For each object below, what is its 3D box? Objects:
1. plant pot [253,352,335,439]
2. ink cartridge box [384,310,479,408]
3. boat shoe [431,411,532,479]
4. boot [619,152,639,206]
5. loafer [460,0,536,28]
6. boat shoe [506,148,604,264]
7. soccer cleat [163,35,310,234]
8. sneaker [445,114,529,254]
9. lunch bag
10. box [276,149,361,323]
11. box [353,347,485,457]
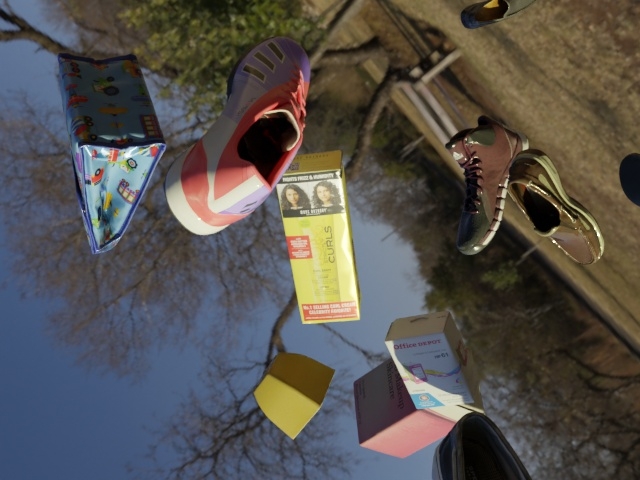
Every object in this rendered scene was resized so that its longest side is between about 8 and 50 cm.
[{"bbox_3d":[-0.042,0.203,0.993,0.083,0.081,0.081,33,-148,-3],"label":"plant pot"},{"bbox_3d":[0.153,0.164,0.986,0.122,0.088,0.052,64,-150,-19],"label":"ink cartridge box"},{"bbox_3d":[0.203,0.344,0.788,0.119,0.121,0.335,89,163,-45],"label":"boat shoe"},{"bbox_3d":[0.820,-0.155,1.697,0.263,0.229,0.091,49,149,-16],"label":"boot"},{"bbox_3d":[0.372,-0.473,1.464,0.062,0.170,0.061,64,-178,-19],"label":"loafer"},{"bbox_3d":[0.409,-0.037,1.286,0.257,0.095,0.095,47,-125,-17],"label":"boat shoe"},{"bbox_3d":[-0.055,-0.133,0.789,0.109,0.116,0.318,52,-140,-26],"label":"soccer cleat"},{"bbox_3d":[0.300,-0.124,1.463,0.162,0.281,0.106,27,170,-26],"label":"sneaker"},{"bbox_3d":[-0.376,-0.138,1.251,0.138,0.293,0.221,-6,-127,-27],"label":"lunch bag"},{"bbox_3d":[0.000,0.000,0.942,0.058,0.087,0.232,-84,-11,-56],"label":"box"},{"bbox_3d":[0.188,0.311,1.433,0.126,0.232,0.149,24,-138,-29],"label":"box"}]
